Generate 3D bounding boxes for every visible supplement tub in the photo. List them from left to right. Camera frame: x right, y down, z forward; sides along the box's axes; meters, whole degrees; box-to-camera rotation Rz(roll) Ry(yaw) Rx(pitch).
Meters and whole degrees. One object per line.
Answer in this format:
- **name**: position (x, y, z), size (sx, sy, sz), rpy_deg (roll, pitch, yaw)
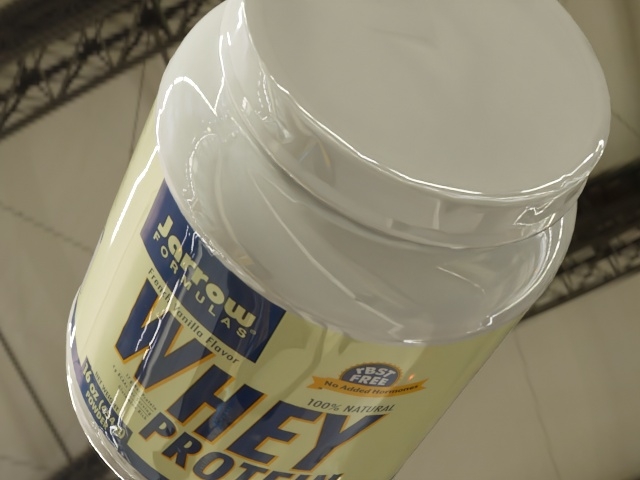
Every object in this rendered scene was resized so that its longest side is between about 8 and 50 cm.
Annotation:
- **supplement tub**: position (0.000, 0.000, 0.848), size (0.235, 0.235, 0.325), rpy_deg (12, -41, -16)
